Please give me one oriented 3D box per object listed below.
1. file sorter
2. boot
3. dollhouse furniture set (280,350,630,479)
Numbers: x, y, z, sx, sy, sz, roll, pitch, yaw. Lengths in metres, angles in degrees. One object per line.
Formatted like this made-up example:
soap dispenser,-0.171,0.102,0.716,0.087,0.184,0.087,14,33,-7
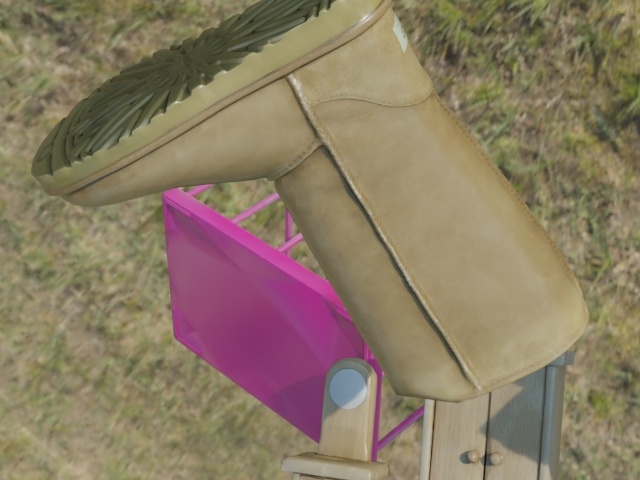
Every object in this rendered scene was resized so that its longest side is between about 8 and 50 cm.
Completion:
file sorter,0.002,0.054,1.267,0.290,0.182,0.202,31,138,33
boot,0.000,0.000,0.709,0.236,0.089,0.269,-25,120,16
dollhouse furniture set,0.063,0.156,0.830,0.303,0.355,0.174,3,87,22
